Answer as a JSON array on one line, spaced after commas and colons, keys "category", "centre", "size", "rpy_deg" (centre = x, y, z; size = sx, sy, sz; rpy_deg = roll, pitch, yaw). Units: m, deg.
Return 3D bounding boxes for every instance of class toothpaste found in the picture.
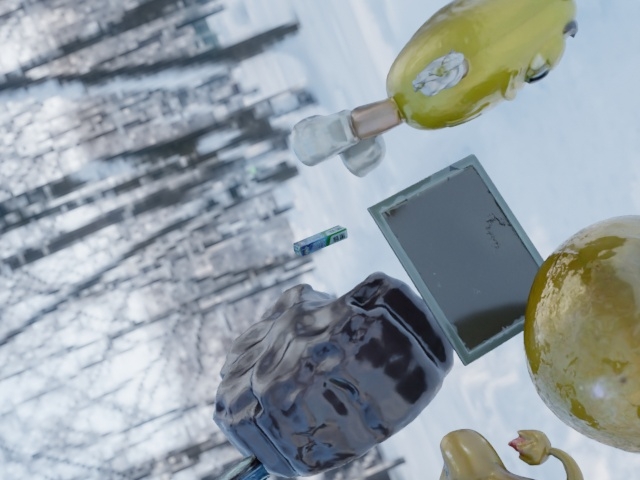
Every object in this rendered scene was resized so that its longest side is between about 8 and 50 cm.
[{"category": "toothpaste", "centre": [0.000, 0.000, 1.868], "size": [0.020, 0.083, 0.017], "rpy_deg": [22, 127, 49]}]

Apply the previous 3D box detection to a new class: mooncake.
[{"category": "mooncake", "centre": [0.003, 0.207, 2.086], "size": [0.381, 0.351, 0.212], "rpy_deg": [-19, 118, 46]}]

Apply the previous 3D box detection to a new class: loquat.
[{"category": "loquat", "centre": [0.429, 0.110, 1.749], "size": [0.359, 0.328, 0.328], "rpy_deg": [96, 156, -54]}]

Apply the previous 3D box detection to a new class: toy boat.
[{"category": "toy boat", "centre": [-0.111, 0.349, 1.855], "size": [0.137, 0.060, 0.061], "rpy_deg": [-34, -74, -63]}]

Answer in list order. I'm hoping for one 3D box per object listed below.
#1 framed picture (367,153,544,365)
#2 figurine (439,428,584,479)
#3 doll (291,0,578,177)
[{"category": "framed picture", "centre": [0.220, 0.025, 1.957], "size": [0.273, 0.216, 0.016], "rpy_deg": [59, 154, 9]}, {"category": "figurine", "centre": [0.192, 0.240, 1.335], "size": [0.121, 0.122, 0.176], "rpy_deg": [5, -156, -48]}, {"category": "doll", "centre": [0.153, -0.219, 1.819], "size": [0.423, 0.348, 0.161], "rpy_deg": [-30, 91, 49]}]
